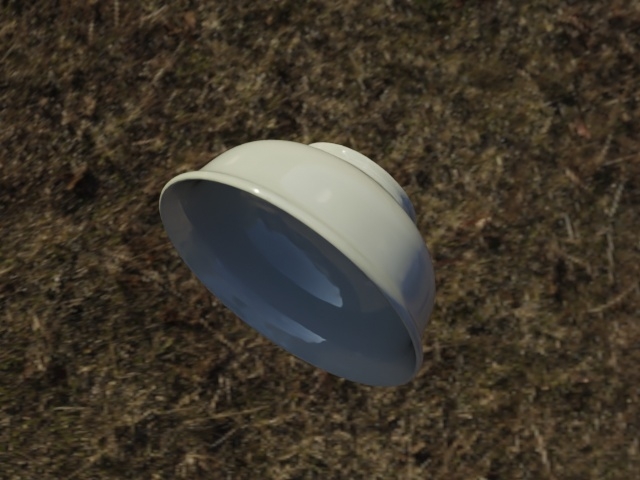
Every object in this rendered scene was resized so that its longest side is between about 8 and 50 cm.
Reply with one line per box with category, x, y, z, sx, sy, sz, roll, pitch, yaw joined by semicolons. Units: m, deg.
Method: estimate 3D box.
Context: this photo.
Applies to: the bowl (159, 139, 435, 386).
bowl;0.000;0.000;0.993;0.298;0.298;0.134;45;63;-19
